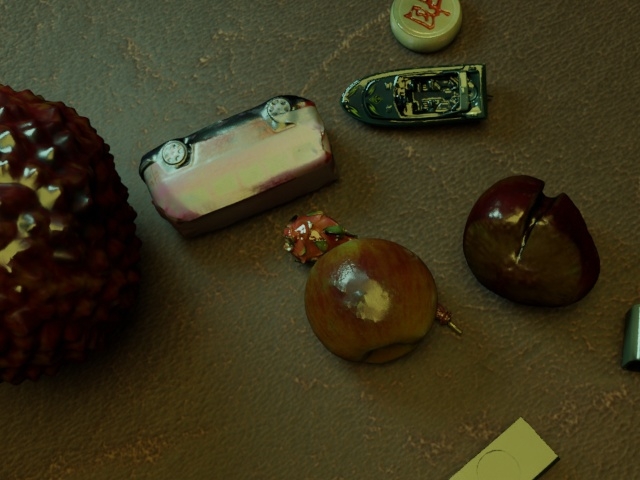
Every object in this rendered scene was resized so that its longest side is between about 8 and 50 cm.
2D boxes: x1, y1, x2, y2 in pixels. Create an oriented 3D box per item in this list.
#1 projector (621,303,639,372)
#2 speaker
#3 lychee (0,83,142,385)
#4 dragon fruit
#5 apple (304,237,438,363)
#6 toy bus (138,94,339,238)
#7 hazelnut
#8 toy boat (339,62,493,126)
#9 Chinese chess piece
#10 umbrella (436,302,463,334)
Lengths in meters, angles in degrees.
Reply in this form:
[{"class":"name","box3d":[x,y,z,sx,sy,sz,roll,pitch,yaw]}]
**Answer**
[{"class":"projector","box3d":[0.474,0.142,1.199,0.083,0.083,0.082,8,72,9]},{"class":"speaker","box3d":[0.224,0.347,1.181,0.218,0.044,0.082,-38,71,-7]},{"class":"lychee","box3d":[-0.463,-0.015,1.205,0.424,0.425,0.500,-45,43,-9]},{"class":"dragon fruit","box3d":[0.002,-0.001,1.311,0.116,0.086,0.081,-1,33,-1]},{"class":"apple","box3d":[0.071,0.084,1.235,0.195,0.160,0.173,-17,61,8]},{"class":"toy bus","box3d":[-0.125,-0.116,1.339,0.302,0.127,0.147,-23,73,-1]},{"class":"hazelnut","box3d":[0.308,0.007,1.234,0.204,0.178,0.178,32,78,11]},{"class":"toy boat","box3d":[0.151,-0.229,1.361,0.246,0.103,0.093,-2,95,12]},{"class":"Chinese chess piece","box3d":[0.177,-0.375,1.430,0.122,0.051,0.122,-2,70,7]},{"class":"umbrella","box3d":[0.151,0.085,1.292,0.165,0.025,0.027,40,110,19]}]
